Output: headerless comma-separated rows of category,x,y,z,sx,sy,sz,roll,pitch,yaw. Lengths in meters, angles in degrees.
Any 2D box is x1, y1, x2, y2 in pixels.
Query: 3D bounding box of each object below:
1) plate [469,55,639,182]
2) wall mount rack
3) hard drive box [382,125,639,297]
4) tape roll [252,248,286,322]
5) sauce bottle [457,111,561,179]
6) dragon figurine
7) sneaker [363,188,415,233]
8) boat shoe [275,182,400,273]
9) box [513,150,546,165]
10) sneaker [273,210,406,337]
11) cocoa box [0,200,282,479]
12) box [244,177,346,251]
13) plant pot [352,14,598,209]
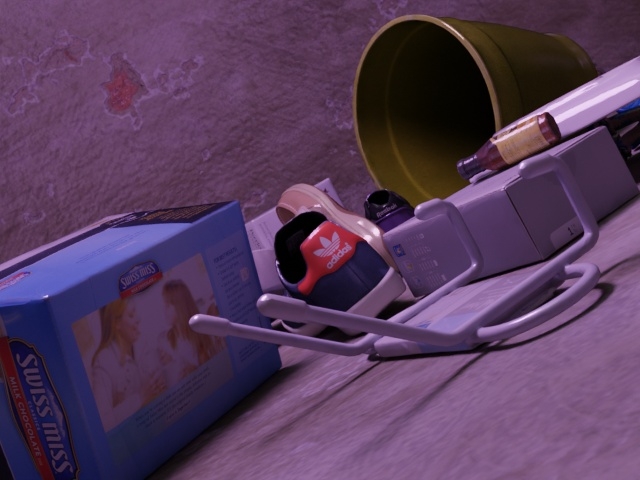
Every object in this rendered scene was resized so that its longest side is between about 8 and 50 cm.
plate,0.338,-0.175,1.331,0.278,0.045,0.277,-28,2,29
wall mount rack,0.066,0.044,0.910,0.304,0.130,0.350,-30,2,-23
hard drive box,0.213,-0.029,1.185,0.181,0.089,0.232,-30,3,-32
tape roll,-0.212,0.137,1.604,0.392,0.072,0.392,-27,-11,-6
sauce bottle,0.223,-0.110,1.227,0.128,0.042,0.042,-25,4,28
dragon figurine,0.479,-0.190,1.499,0.144,0.085,0.289,-26,5,32
sneaker,0.128,-0.034,1.730,0.107,0.124,0.283,-28,3,0
boat shoe,0.000,0.000,1.632,0.110,0.121,0.341,-41,28,-11
box,0.333,-0.097,1.543,0.087,0.058,0.232,-30,4,-11
sneaker,-0.007,0.037,1.347,0.131,0.148,0.350,-44,7,-18
cocoa box,-0.241,0.115,1.167,0.228,0.231,0.347,-6,15,31
box,-0.032,0.013,1.852,0.182,0.180,0.119,-30,2,-27
plant pot,0.310,-0.242,1.861,0.353,0.366,0.366,-16,-5,-34
